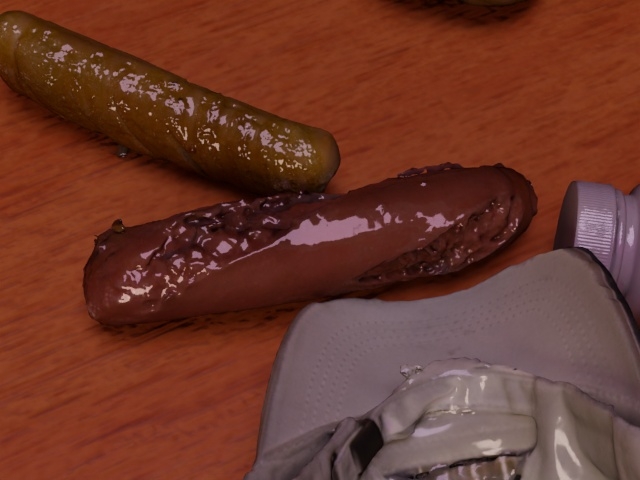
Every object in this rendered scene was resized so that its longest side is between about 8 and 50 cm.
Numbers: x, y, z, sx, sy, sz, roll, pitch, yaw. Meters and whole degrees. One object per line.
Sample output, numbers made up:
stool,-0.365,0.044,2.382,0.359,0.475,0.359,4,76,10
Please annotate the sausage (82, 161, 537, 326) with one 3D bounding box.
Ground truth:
sausage,0.000,0.001,0.785,0.327,0.079,0.087,-10,17,-8

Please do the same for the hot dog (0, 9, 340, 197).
hot dog,-0.120,-0.096,0.843,0.286,0.087,0.061,20,64,14

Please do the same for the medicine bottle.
medicine bottle,0.257,0.015,0.772,0.187,0.102,0.102,8,57,2

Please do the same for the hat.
hat,0.084,0.136,0.685,0.258,0.168,0.301,-10,33,9

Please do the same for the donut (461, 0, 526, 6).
donut,0.121,-0.320,0.970,0.209,0.128,0.261,15,56,8
